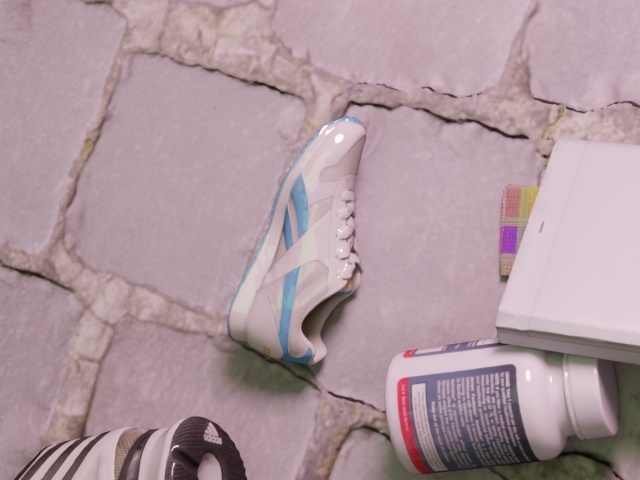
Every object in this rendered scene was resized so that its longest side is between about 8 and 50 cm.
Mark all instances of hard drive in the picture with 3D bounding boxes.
[{"bbox_3d":[0.317,0.017,1.420,0.308,0.040,0.203,7,56,23],"label":"hard drive"}]

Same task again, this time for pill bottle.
[{"bbox_3d":[0.154,0.135,1.470,0.180,0.108,0.108,-9,77,21],"label":"pill bottle"}]

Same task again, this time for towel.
[{"bbox_3d":[0.188,-0.009,1.537,0.060,0.009,0.083,1,81,21],"label":"towel"}]

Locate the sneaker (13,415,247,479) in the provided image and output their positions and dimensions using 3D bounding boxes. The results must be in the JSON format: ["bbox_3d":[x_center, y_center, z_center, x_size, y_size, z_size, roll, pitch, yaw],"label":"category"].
[{"bbox_3d":[-0.203,0.389,1.562,0.258,0.169,0.447,-9,69,29],"label":"sneaker"}]

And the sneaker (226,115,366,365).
[{"bbox_3d":[0.000,0.000,1.577,0.092,0.087,0.228,23,97,17],"label":"sneaker"}]
